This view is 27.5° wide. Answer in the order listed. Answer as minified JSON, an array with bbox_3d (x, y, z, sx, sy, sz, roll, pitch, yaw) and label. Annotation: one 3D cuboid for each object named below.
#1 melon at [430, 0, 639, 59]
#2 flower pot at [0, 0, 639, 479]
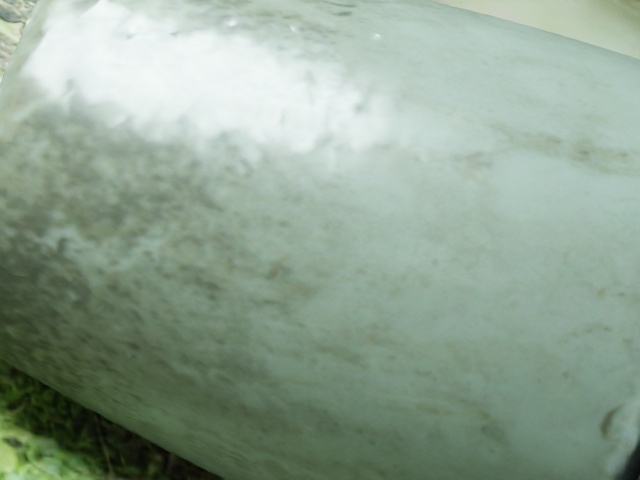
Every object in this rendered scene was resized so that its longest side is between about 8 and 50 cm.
[{"bbox_3d":[0.202,-0.091,1.036,0.317,0.223,0.223,35,31,13],"label":"melon"},{"bbox_3d":[0.000,0.000,0.681,0.330,0.293,0.293,18,30,-4],"label":"flower pot"}]
